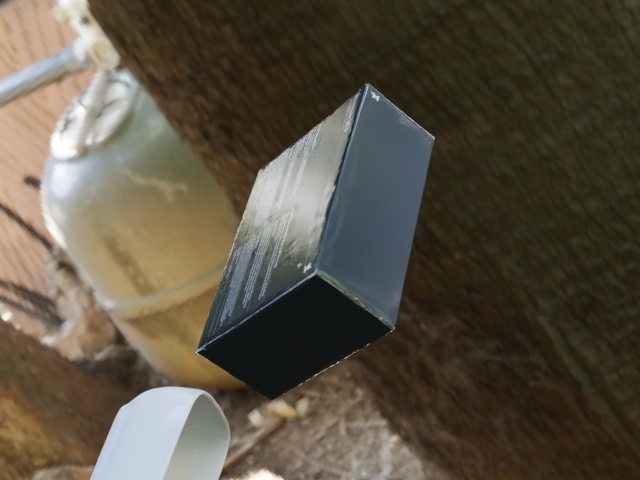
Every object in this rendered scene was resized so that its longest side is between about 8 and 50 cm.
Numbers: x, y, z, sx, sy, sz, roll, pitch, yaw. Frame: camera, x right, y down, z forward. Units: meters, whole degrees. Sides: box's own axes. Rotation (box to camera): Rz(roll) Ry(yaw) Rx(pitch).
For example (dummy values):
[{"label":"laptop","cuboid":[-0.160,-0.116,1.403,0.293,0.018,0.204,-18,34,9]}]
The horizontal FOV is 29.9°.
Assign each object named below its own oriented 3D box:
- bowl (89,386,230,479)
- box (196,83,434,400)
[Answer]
[{"label":"bowl","cuboid":[-0.112,0.167,0.781,0.053,0.142,0.142,14,70,12]},{"label":"box","cuboid":[0.000,0.000,1.169,0.184,0.103,0.261,-37,26,42]}]
